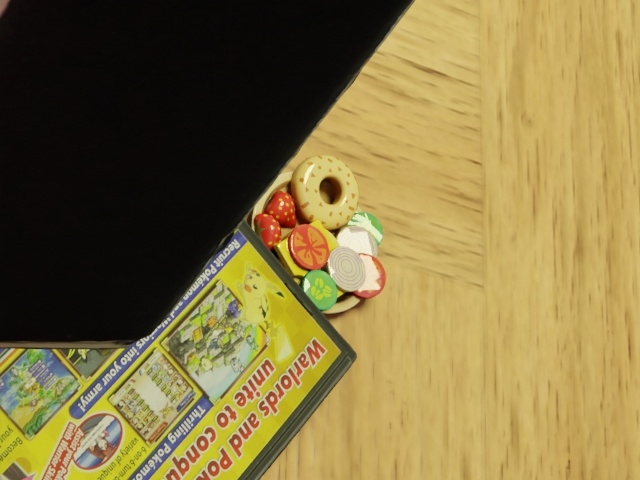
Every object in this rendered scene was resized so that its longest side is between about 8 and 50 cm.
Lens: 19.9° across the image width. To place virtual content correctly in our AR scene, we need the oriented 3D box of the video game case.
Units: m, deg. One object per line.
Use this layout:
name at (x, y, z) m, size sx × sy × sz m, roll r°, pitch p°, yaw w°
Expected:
video game case at (-0.135, 0.048, 0.840) m, size 0.248 × 0.035 × 0.275 m, roll 50°, pitch 49°, yaw -10°

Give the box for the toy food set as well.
toy food set at (0.000, 0.000, 0.973) m, size 0.083 × 0.020 × 0.082 m, roll -34°, pitch 93°, yaw -42°

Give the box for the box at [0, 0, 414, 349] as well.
box at (-0.264, -0.232, 0.615) m, size 0.480 × 0.297 × 0.472 m, roll 2°, pitch 52°, yaw -37°
